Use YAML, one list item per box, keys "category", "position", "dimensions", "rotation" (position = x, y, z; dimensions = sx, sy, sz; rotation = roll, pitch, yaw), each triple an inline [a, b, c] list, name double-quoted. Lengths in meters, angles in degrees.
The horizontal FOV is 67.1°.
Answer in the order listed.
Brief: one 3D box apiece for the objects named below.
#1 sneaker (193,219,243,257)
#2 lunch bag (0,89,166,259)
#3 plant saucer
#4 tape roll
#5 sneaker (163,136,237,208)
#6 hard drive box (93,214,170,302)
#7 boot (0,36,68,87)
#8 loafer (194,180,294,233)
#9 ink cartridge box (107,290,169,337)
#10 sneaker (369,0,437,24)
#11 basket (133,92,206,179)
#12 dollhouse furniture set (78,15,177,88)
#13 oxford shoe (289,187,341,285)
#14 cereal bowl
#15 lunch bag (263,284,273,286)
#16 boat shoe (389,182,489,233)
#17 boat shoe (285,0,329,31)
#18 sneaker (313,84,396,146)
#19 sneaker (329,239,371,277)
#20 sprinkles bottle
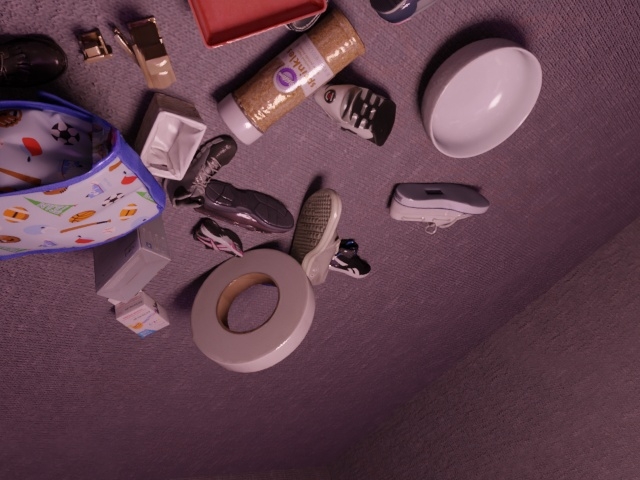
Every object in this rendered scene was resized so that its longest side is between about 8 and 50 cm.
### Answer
- category: "sneaker"
  position: [-0.308, 0.002, 1.454]
  dimensions: [0.077, 0.072, 0.178]
  rotation: [-29, 134, 22]
- category: "lunch bag"
  position: [-0.535, -0.120, 0.959]
  dimensions: [0.385, 0.239, 0.328]
  rotation: [-5, 164, -3]
- category: "plant saucer"
  position: [-0.143, -0.533, 0.912]
  dimensions: [0.258, 0.048, 0.259]
  rotation: [-21, 119, -6]
- category: "tape roll"
  position: [-0.208, 0.202, 1.463]
  dimensions: [0.392, 0.392, 0.072]
  rotation: [-26, 141, 0]
- category: "sneaker"
  position: [-0.292, -0.155, 1.228]
  dimensions: [0.228, 0.132, 0.086]
  rotation: [-35, 140, 11]
- category: "hard drive box"
  position: [-0.485, 0.008, 1.223]
  dimensions: [0.181, 0.232, 0.089]
  rotation: [-40, 139, 17]
- category: "boot"
  position: [-0.590, -0.286, 0.839]
  dimensions: [0.262, 0.229, 0.091]
  rotation: [-13, 121, -15]
- category: "loafer"
  position: [-0.219, -0.084, 1.387]
  dimensions: [0.302, 0.109, 0.095]
  rotation: [19, 142, -34]
- category: "ink cartridge box"
  position: [-0.580, 0.230, 1.545]
  dimensions: [0.104, 0.062, 0.181]
  rotation: [-28, 140, 1]
- category: "sneaker"
  position: [0.263, -0.594, 1.055]
  dimensions: [0.319, 0.112, 0.131]
  rotation: [-24, 169, 24]
- category: "basket"
  position: [-0.354, -0.242, 1.123]
  dimensions: [0.113, 0.103, 0.167]
  rotation: [11, 128, -37]
- category: "dollhouse furniture set"
  position: [-0.375, -0.336, 0.947]
  dimensions: [0.160, 0.182, 0.101]
  rotation: [-19, 140, -10]
- category: "oxford shoe"
  position: [0.000, 0.000, 1.532]
  dimensions: [0.130, 0.169, 0.449]
  rotation: [-4, 143, -20]
- category: "cereal bowl"
  position: [0.423, -0.403, 1.338]
  dimensions: [0.338, 0.141, 0.339]
  rotation: [-15, 138, -13]
- category: "lunch bag"
  position: [-0.161, 0.121, 1.650]
  dimensions: [0.098, 0.065, 0.067]
  rotation: [11, 128, -36]
- category: "boat shoe"
  position: [0.400, -0.099, 1.662]
  dimensions: [0.367, 0.136, 0.156]
  rotation: [-1, 134, -23]
- category: "boat shoe"
  position: [0.005, -0.561, 0.980]
  dimensions: [0.114, 0.091, 0.303]
  rotation: [3, 132, -31]
- category: "sneaker"
  position: [0.095, -0.342, 1.266]
  dimensions: [0.330, 0.146, 0.122]
  rotation: [10, 105, -63]
- category: "sneaker"
  position: [0.122, 0.063, 1.728]
  dimensions: [0.216, 0.079, 0.121]
  rotation: [13, 128, -36]
- category: "sprinkles bottle"
  position: [-0.071, -0.375, 1.119]
  dimensions: [0.355, 0.121, 0.121]
  rotation: [-36, 140, 11]
